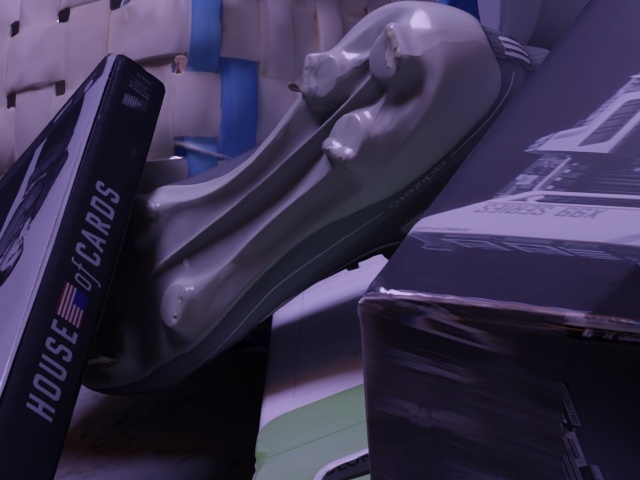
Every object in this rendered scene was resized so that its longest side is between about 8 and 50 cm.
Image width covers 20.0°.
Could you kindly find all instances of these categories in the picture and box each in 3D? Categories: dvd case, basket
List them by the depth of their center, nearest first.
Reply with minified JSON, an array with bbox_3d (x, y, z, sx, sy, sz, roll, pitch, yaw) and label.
[{"bbox_3d":[-0.129,0.063,0.598,0.179,0.030,0.238,-43,24,33],"label":"dvd case"},{"bbox_3d":[-0.008,-0.052,0.804,0.255,0.201,0.289,-6,-12,42],"label":"basket"}]

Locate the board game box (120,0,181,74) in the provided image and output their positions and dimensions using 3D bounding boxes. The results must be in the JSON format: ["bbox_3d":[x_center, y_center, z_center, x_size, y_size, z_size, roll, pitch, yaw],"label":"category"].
[{"bbox_3d":[-0.166,-0.038,0.962,0.210,0.160,0.047,-22,42,6],"label":"board game box"}]

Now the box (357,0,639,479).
[{"bbox_3d":[0.174,-0.007,0.483,0.243,0.076,0.307,6,27,21],"label":"box"}]

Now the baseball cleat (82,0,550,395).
[{"bbox_3d":[0.000,0.000,0.611,0.109,0.072,0.206,14,-37,-40],"label":"baseball cleat"}]

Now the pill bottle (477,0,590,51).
[{"bbox_3d":[0.130,-0.224,1.113,0.210,0.210,0.363,-7,22,41],"label":"pill bottle"}]

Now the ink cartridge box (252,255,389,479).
[{"bbox_3d":[0.041,0.057,0.590,0.109,0.062,0.209,-20,16,8],"label":"ink cartridge box"}]

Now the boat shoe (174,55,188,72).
[{"bbox_3d":[-0.044,-0.098,1.144,0.103,0.092,0.285,2,30,19],"label":"boat shoe"}]
